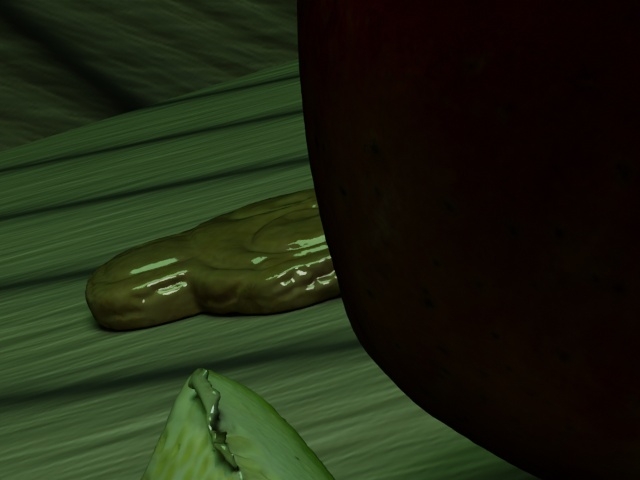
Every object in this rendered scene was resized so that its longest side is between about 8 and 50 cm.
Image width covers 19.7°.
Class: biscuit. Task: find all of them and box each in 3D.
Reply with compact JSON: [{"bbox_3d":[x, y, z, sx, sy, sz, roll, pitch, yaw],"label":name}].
[{"bbox_3d":[-0.001,-0.004,1.444,0.376,0.051,0.269,-14,13,-6],"label":"biscuit"}]

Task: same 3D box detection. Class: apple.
[{"bbox_3d":[0.152,-0.038,0.723,0.295,0.329,0.365,-27,-17,-24],"label":"apple"}]

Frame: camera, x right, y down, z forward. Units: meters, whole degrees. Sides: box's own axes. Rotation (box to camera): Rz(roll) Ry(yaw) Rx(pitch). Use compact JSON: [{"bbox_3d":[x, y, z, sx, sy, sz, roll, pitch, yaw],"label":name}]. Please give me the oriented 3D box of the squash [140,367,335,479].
[{"bbox_3d":[0.019,0.137,0.598,0.252,0.093,0.169,1,63,53],"label":"squash"}]
